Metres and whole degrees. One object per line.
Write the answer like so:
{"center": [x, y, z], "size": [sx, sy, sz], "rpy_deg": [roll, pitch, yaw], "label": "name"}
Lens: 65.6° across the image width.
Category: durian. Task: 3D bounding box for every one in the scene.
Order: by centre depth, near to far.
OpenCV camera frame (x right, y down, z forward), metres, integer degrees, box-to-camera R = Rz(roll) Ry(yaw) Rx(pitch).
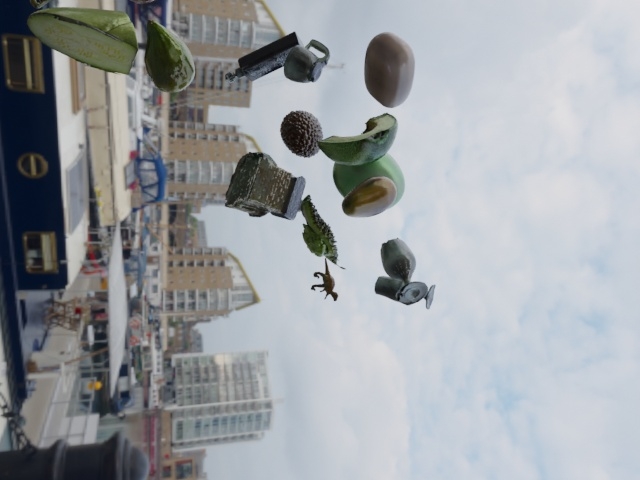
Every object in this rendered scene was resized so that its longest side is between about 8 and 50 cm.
{"center": [0.005, -0.005, 1.884], "size": [0.106, 0.132, 0.374], "rpy_deg": [-74, 147, -49], "label": "durian"}

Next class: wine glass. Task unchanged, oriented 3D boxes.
{"center": [0.294, 0.106, 1.789], "size": [0.241, 0.127, 0.126], "rpy_deg": [-107, -156, -46], "label": "wine glass"}
{"center": [0.325, 0.194, 1.924], "size": [0.103, 0.222, 0.103], "rpy_deg": [-36, 132, -55], "label": "wine glass"}

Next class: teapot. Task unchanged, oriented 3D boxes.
{"center": [-0.038, -0.561, 1.593], "size": [0.149, 0.108, 0.111], "rpy_deg": [-46, 159, -39], "label": "teapot"}

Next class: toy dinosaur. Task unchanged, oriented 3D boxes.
{"center": [0.035, 0.141, 1.811], "size": [0.161, 0.127, 0.039], "rpy_deg": [-61, 147, -24], "label": "toy dinosaur"}

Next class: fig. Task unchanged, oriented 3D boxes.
{"center": [-0.517, -0.627, 1.704], "size": [0.167, 0.167, 0.233], "rpy_deg": [-125, -144, -61], "label": "fig"}

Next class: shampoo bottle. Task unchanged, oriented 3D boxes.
{"center": [-0.210, -0.661, 1.830], "size": [0.098, 0.310, 0.071], "rpy_deg": [17, 55, -73], "label": "shampoo bottle"}

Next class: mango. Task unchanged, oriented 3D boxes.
{"center": [0.121, -0.106, 1.264], "size": [0.089, 0.163, 0.111], "rpy_deg": [55, -17, 22], "label": "mango"}

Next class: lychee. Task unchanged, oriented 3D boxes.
{"center": [-0.081, -0.472, 2.163], "size": [0.200, 0.200, 0.238], "rpy_deg": [120, -44, -58], "label": "lychee"}

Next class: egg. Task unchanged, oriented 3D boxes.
{"center": [0.172, -0.221, 1.762], "size": [0.220, 0.270, 0.220], "rpy_deg": [-55, 169, -17], "label": "egg"}

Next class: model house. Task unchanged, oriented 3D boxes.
{"center": [-0.216, -0.204, 2.086], "size": [0.298, 0.284, 0.243], "rpy_deg": [8, -105, 60], "label": "model house"}

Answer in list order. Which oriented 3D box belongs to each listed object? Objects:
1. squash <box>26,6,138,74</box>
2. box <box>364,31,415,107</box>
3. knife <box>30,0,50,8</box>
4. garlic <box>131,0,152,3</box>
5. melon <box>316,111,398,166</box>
{"center": [-0.847, -0.718, 1.764], "size": [0.234, 0.309, 0.210], "rpy_deg": [-20, -93, 56], "label": "squash"}
{"center": [0.178, -0.440, 1.294], "size": [0.146, 0.088, 0.200], "rpy_deg": [49, -17, 23], "label": "box"}
{"center": [-0.720, -0.790, 1.457], "size": [0.027, 0.061, 0.343], "rpy_deg": [2, -133, 47], "label": "knife"}
{"center": [-0.475, -0.773, 1.375], "size": [0.245, 0.161, 0.244], "rpy_deg": [-8, -101, 46], "label": "garlic"}
{"center": [0.146, -0.292, 1.555], "size": [0.169, 0.265, 0.129], "rpy_deg": [36, -33, 59], "label": "melon"}
